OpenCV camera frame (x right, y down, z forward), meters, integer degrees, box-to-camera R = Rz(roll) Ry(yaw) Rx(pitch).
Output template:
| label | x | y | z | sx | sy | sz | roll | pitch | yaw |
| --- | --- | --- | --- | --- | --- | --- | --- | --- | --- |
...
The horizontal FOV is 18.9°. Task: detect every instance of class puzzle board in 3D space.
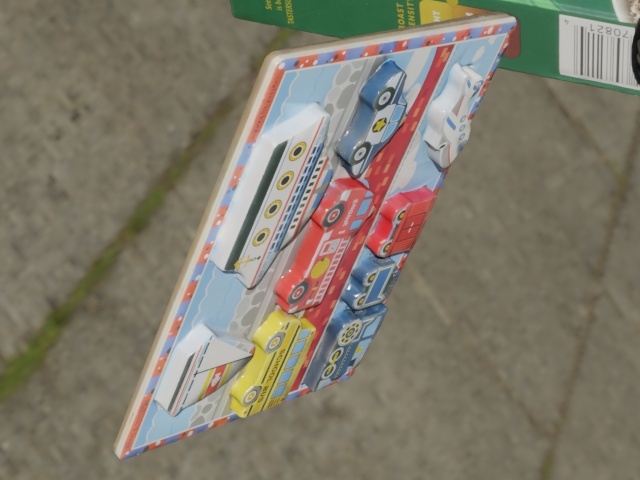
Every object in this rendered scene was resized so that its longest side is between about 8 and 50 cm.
| label | x | y | z | sx | sy | sz | roll | pitch | yaw |
| --- | --- | --- | --- | --- | --- | --- | --- | --- | --- |
| puzzle board | 0.000 | 0.000 | 0.511 | 0.011 | 0.128 | 0.096 | 40 | 34 | 26 |

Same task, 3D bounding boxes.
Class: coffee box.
| label | x | y | z | sx | sy | sz | roll | pitch | yaw |
| --- | --- | --- | --- | --- | --- | --- | --- | --- | --- |
| coffee box | 0.067 | -0.114 | 0.684 | 0.040 | 0.184 | 0.113 | 79 | 30 | -52 |

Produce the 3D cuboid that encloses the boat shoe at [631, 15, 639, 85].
| label | x | y | z | sx | sy | sz | roll | pitch | yaw |
| --- | --- | --- | --- | --- | --- | --- | --- | --- | --- |
| boat shoe | 0.123 | -0.027 | 0.376 | 0.038 | 0.125 | 0.046 | -43 | 142 | -84 |
